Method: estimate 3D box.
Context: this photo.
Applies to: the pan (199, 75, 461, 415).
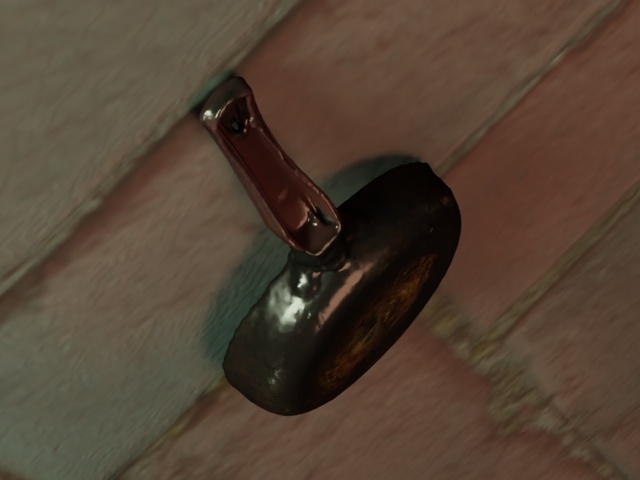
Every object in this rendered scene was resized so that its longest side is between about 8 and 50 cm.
[{"bbox_3d":[0.002,0.002,0.670,0.115,0.040,0.212,-46,155,-8],"label":"pan"}]
